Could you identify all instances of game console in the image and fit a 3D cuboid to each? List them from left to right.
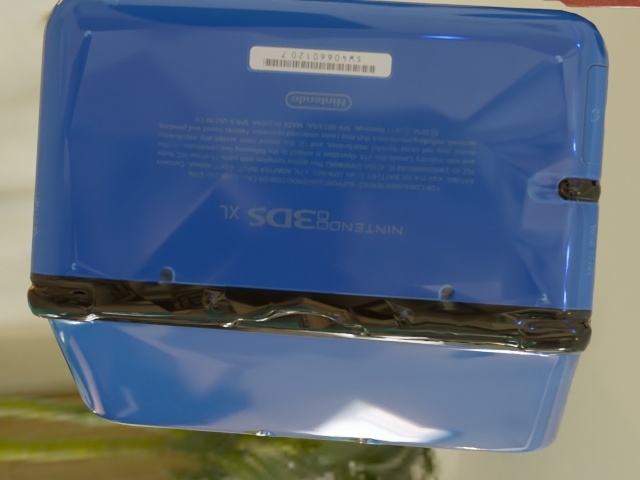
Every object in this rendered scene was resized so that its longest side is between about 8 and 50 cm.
[{"bbox_3d":[0.000,0.000,0.789,0.173,0.293,0.250,-10,104,-86],"label":"game console"}]

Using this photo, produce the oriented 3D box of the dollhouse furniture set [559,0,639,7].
[{"bbox_3d":[0.294,-0.245,0.729,0.201,0.374,0.152,-66,146,-31],"label":"dollhouse furniture set"}]
